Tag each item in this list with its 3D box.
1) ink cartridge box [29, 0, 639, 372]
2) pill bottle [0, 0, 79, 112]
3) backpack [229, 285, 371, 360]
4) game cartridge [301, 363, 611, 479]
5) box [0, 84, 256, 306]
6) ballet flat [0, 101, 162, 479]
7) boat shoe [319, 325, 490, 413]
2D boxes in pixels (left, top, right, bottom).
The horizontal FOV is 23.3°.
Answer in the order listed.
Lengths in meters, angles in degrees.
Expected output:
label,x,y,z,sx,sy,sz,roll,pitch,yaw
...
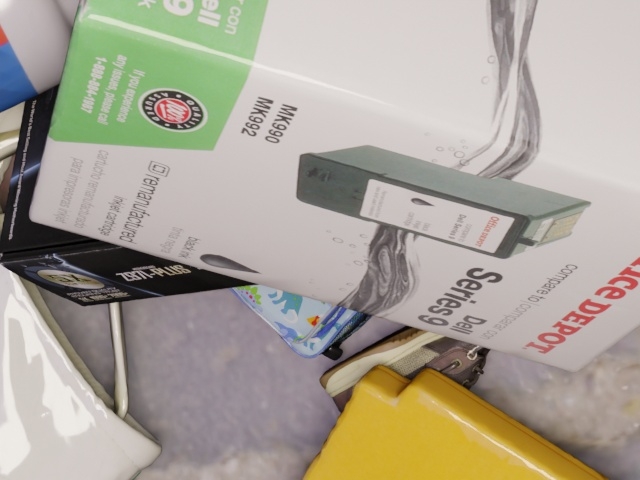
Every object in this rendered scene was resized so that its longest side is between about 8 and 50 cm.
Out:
label,x,y,z,sx,sy,sz,roll,pitch,yaw
ink cartridge box,0.033,-0.057,0.694,0.289,0.211,0.121,16,66,-9
pill bottle,-0.203,-0.118,0.811,0.221,0.124,0.124,-27,87,-4
backpack,0.000,0.000,0.895,0.105,0.084,0.114,44,105,8
game cartridge,0.081,0.264,0.891,0.285,0.052,0.324,33,110,11
box,-0.088,-0.064,0.866,0.147,0.077,0.180,-7,65,31
ballet flat,-0.202,-0.020,0.944,0.139,0.139,0.400,-20,92,17
boat shoe,0.073,0.067,0.900,0.152,0.056,0.049,-27,92,26
